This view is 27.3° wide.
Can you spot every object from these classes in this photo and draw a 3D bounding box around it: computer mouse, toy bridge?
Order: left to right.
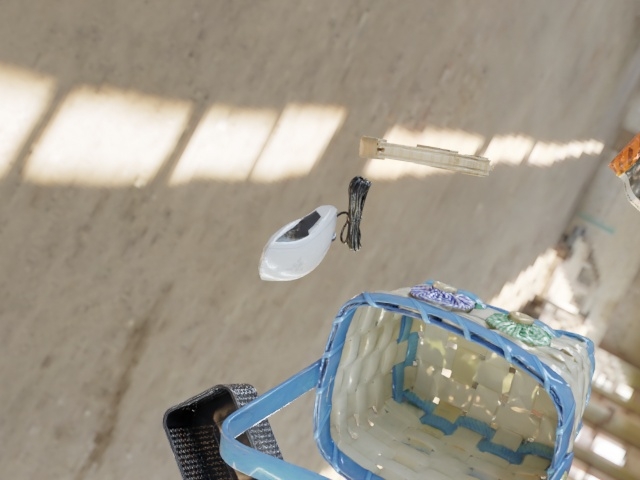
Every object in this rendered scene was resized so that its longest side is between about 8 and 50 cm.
[{"bbox_3d":[0.000,0.000,1.508,0.193,0.042,0.106,-35,148,-46],"label":"computer mouse"},{"bbox_3d":[0.135,-0.095,1.523,0.188,0.063,0.026,6,95,-39],"label":"toy bridge"}]

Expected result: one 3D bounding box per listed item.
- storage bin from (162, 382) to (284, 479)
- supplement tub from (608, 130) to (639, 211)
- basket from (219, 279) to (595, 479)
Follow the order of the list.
[{"bbox_3d":[-0.131,0.303,1.874,0.122,0.180,0.084,-27,167,17],"label":"storage bin"},{"bbox_3d":[0.409,-0.049,1.416,0.117,0.190,0.117,-46,174,-6],"label":"supplement tub"},{"bbox_3d":[0.088,0.153,1.107,0.289,0.254,0.201,-38,142,-51],"label":"basket"}]
